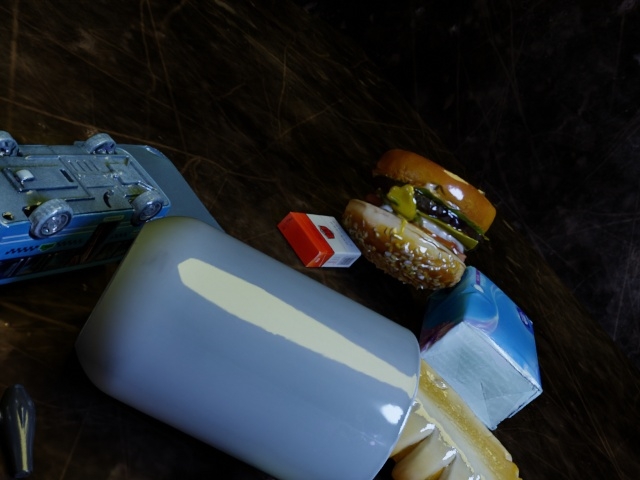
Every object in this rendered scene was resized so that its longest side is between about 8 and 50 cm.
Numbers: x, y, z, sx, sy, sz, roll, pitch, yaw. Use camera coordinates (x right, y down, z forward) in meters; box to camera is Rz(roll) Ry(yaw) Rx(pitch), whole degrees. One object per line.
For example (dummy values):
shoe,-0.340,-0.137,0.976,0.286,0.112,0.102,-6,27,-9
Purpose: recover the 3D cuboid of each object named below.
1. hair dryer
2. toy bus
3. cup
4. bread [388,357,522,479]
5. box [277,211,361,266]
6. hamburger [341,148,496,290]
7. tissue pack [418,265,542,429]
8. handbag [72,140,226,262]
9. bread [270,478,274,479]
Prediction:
hair dryer,-0.280,0.159,0.588,0.083,0.031,0.079,7,50,-35
toy bus,-0.286,-0.032,0.759,0.113,0.134,0.246,47,23,14
cup,-0.076,0.114,0.736,0.312,0.205,0.205,31,25,-13
bread,0.150,0.279,0.964,0.311,0.121,0.173,49,21,13
box,0.000,0.000,1.309,0.100,0.048,0.152,51,25,23
hamburger,0.189,-0.031,1.385,0.291,0.225,0.291,31,-3,2
tissue pack,0.303,0.191,1.348,0.198,0.146,0.263,43,22,-4
handbag,-0.231,-0.036,0.954,0.229,0.062,0.179,50,23,16
bread,-0.063,0.305,0.637,0.103,0.065,0.187,27,31,-36
